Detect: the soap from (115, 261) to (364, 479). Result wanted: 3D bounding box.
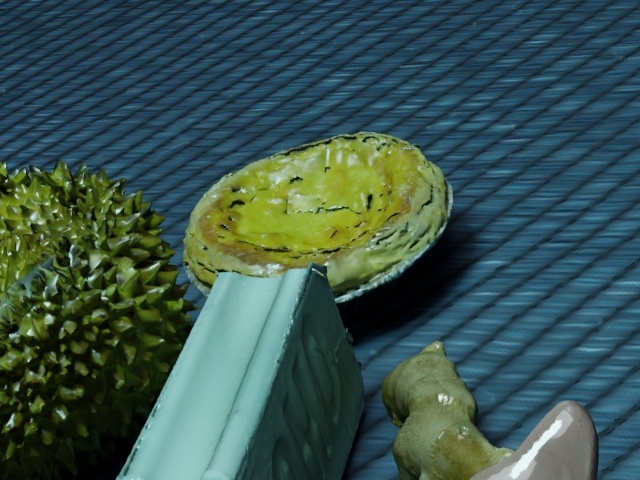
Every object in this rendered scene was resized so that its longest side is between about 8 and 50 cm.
[{"bbox_3d":[-0.044,0.136,1.238,0.094,0.150,0.261,-2,33,17],"label":"soap"}]

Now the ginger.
[{"bbox_3d":[0.091,0.154,1.217,0.089,0.075,0.288,-48,28,13],"label":"ginger"}]

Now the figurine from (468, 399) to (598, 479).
[{"bbox_3d":[0.010,0.255,1.007,0.421,0.154,0.193,-32,-10,0],"label":"figurine"}]

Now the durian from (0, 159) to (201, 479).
[{"bbox_3d":[-0.231,0.074,1.378,0.293,0.258,0.258,-14,28,28],"label":"durian"}]

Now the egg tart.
[{"bbox_3d":[0.000,0.000,1.498,0.234,0.094,0.234,-11,30,6],"label":"egg tart"}]
